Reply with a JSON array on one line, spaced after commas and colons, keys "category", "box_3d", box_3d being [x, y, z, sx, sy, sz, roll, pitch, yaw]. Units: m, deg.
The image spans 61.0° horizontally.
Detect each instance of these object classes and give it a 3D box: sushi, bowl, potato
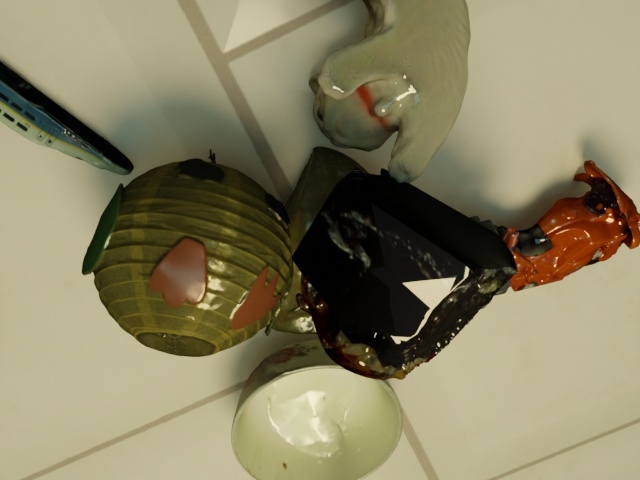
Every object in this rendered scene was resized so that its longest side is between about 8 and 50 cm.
[{"category": "sushi", "box_3d": [0.091, 0.054, 0.647, 0.215, 0.227, 0.213, 33, 109, 8]}, {"category": "bowl", "box_3d": [-0.009, 0.273, 0.908, 0.276, 0.145, 0.277, -3, 116, -5]}, {"category": "potato", "box_3d": [0.000, 0.000, 0.793, 0.269, 0.112, 0.256, -2, 116, -9]}]

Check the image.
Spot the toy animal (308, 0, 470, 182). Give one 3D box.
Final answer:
[{"category": "toy animal", "box_3d": [0.051, -0.261, 0.658, 0.308, 0.188, 0.266, 43, 81, -16]}]

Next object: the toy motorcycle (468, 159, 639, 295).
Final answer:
[{"category": "toy motorcycle", "box_3d": [0.341, -0.004, 0.823, 0.325, 0.148, 0.221, -13, 140, -8]}]

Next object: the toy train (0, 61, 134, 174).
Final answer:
[{"category": "toy train", "box_3d": [-0.352, -0.150, 0.698, 0.233, 0.052, 0.051, 39, 109, -24]}]

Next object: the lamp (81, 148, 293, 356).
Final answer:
[{"category": "lamp", "box_3d": [-0.148, 0.002, 0.685, 0.249, 0.285, 0.250, 4, 149, 3]}]
